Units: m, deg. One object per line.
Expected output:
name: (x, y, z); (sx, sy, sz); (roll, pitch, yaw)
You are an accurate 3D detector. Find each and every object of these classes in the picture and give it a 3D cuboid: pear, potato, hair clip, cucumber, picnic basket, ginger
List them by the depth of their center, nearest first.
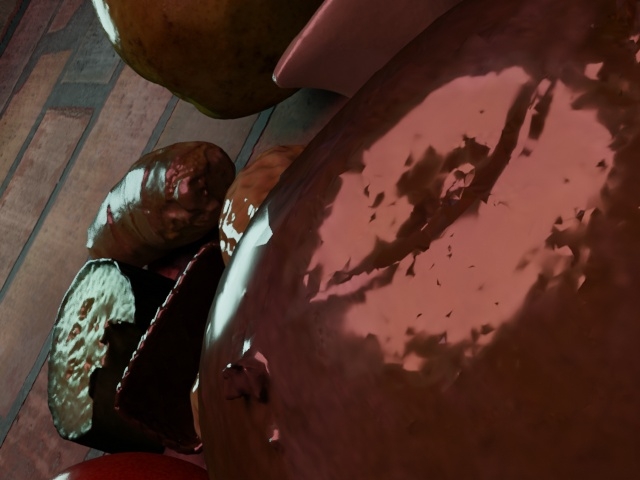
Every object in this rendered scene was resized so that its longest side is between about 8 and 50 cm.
potato: (0.122, 0.024, 0.598); (0.442, 0.319, 0.385); (-51, 29, 14)
hair clip: (0.105, -0.202, 1.037); (0.113, 0.172, 0.282); (-34, 24, 56)
picnic basket: (-0.107, 0.096, 1.157); (0.193, 0.110, 0.055); (-57, 6, 6)
cucumber: (-0.196, 0.116, 1.272); (0.191, 0.130, 0.191); (-43, 34, 39)
pear: (-0.094, -0.278, 1.317); (0.304, 0.304, 0.304); (-41, 32, 34)
ginger: (-0.180, -0.040, 1.423); (0.109, 0.116, 0.263); (-28, -3, -39)

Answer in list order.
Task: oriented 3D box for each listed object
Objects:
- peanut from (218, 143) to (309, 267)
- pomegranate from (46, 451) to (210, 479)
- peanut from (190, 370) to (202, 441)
peanut: (0.000, 0.000, 1.023); (0.153, 0.140, 0.325); (-69, 23, 14)
pomegranate: (-0.145, 0.283, 0.926); (0.221, 0.221, 0.257); (-37, 42, 39)
peanut: (-0.026, 0.135, 0.945); (0.274, 0.125, 0.111); (25, 93, 65)
